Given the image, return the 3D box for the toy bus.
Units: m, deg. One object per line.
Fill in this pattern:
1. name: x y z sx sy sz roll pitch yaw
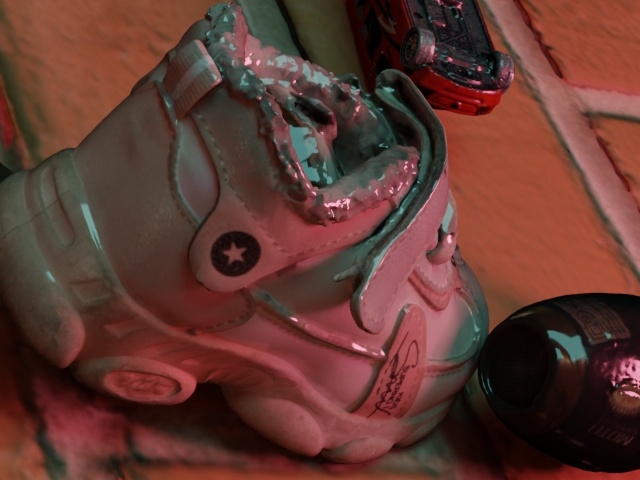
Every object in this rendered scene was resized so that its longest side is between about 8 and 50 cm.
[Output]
1. toy bus: 0.076 -0.154 1.375 0.081 0.089 0.195 13 39 -25

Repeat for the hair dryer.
1. hair dryer: 0.278 0.007 1.119 0.303 0.359 0.120 10 33 -41

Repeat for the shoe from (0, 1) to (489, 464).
1. shoe: 0.002 0.002 1.016 0.351 0.198 0.172 11 43 -48

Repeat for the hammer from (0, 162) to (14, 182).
1. hammer: -0.313 -0.116 1.076 0.440 0.044 0.168 39 37 8
